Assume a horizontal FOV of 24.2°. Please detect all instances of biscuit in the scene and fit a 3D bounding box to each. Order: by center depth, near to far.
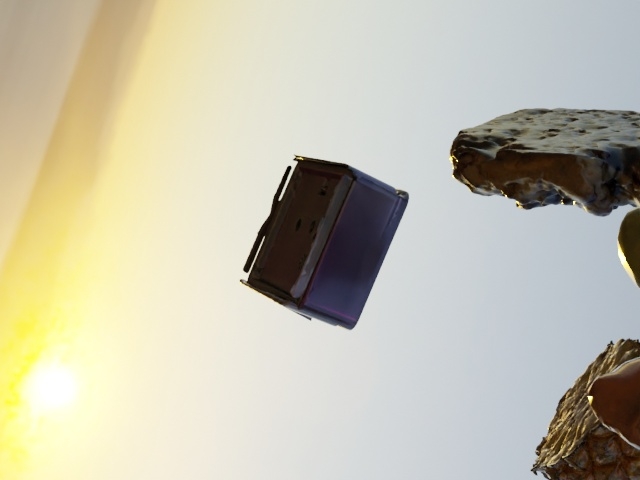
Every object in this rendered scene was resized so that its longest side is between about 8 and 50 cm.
[{"bbox_3d":[0.298,-0.089,1.664,0.334,0.289,0.081,-20,115,-49],"label":"biscuit"}]

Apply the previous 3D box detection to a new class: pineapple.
[{"bbox_3d":[0.300,0.195,1.407,0.161,0.137,0.176,-51,-175,9],"label":"pineapple"}]

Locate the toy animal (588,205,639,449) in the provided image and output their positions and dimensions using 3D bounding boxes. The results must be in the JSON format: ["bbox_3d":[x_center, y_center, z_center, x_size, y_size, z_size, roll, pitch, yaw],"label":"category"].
[{"bbox_3d":[0.305,-0.005,0.900,0.191,0.216,0.338,52,-44,51],"label":"toy animal"}]

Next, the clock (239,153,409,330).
[{"bbox_3d":[-0.001,0.001,1.417,0.144,0.073,0.193,-67,-162,-1],"label":"clock"}]
